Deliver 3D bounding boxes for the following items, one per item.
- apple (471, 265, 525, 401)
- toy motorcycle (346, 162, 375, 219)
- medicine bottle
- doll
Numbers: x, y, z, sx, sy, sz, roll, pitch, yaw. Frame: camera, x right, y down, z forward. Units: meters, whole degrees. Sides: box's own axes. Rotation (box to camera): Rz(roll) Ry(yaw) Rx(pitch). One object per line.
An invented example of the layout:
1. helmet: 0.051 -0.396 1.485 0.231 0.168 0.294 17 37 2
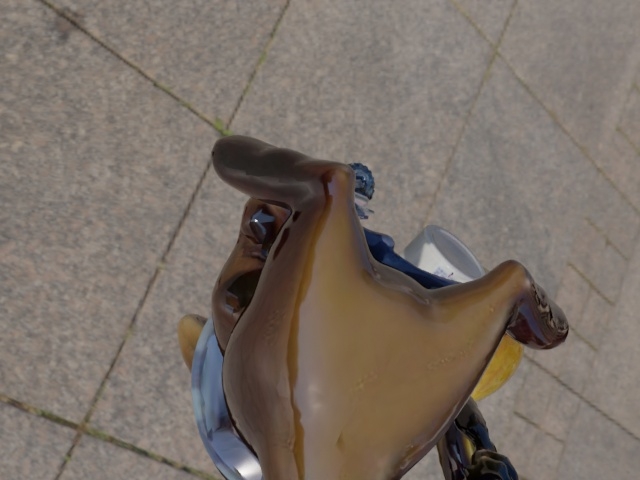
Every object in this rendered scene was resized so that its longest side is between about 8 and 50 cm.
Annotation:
1. apple: 0.269 0.176 1.730 0.233 0.286 0.286 -35 131 18
2. toy motorcycle: -0.011 -0.033 1.466 0.239 0.108 0.204 0 89 -19
3. medicine bottle: 0.106 0.134 1.423 0.130 0.130 0.341 18 122 -42
4. doll: 0.027 0.099 0.578 0.209 0.340 0.318 -30 80 -18
